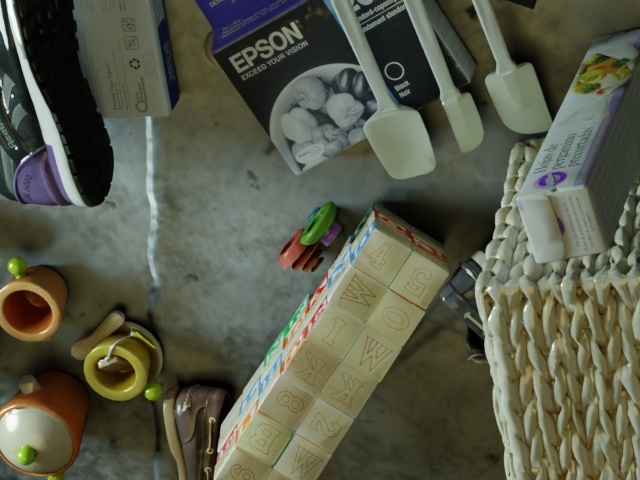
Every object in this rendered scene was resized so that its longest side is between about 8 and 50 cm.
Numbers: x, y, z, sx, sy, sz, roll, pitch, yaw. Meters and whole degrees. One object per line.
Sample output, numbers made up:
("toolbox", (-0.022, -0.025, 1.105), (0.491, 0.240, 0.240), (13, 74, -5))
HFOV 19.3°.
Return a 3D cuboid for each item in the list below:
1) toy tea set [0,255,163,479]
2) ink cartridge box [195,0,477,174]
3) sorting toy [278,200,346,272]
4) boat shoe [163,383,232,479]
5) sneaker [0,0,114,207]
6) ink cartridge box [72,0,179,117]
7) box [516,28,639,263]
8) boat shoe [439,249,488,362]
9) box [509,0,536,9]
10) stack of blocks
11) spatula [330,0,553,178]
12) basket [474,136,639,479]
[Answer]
("toy tea set", (-0.337, 0.110, 1.961), (0.336, 0.124, 0.200), (38, 119, -10))
("ink cartridge box", (0.007, -0.193, 1.774), (0.206, 0.045, 0.208), (-28, 108, 24))
("sorting toy", (0.000, 0.000, 1.870), (0.042, 0.061, 0.102), (37, 142, -10))
("boat shoe", (-0.115, 0.250, 2.020), (0.073, 0.073, 0.207), (-2, 118, 15))
("sneaker", (-0.294, -0.154, 1.772), (0.124, 0.107, 0.283), (-1, 118, 20))
("ink cartridge box", (-0.261, -0.223, 1.811), (0.224, 0.045, 0.223), (0, 118, 12))
("box", (0.240, -0.090, 1.619), (0.063, 0.324, 0.067), (-10, 116, 26))
("boat shoe", (0.158, 0.083, 1.831), (0.065, 0.075, 0.206), (-38, 148, -8))
("box", (0.164, -0.254, 1.697), (0.083, 0.062, 0.052), (19, 121, 2))
("stack of blocks", (0.010, 0.113, 1.862), (0.087, 0.171, 0.297), (31, 101, -7))
("spatula", (0.102, -0.164, 1.720), (0.168, 0.019, 0.242), (-15, 131, 14))
("basket", (0.306, 0.089, 1.702), (0.266, 0.328, 0.331), (-3, 118, 16))
